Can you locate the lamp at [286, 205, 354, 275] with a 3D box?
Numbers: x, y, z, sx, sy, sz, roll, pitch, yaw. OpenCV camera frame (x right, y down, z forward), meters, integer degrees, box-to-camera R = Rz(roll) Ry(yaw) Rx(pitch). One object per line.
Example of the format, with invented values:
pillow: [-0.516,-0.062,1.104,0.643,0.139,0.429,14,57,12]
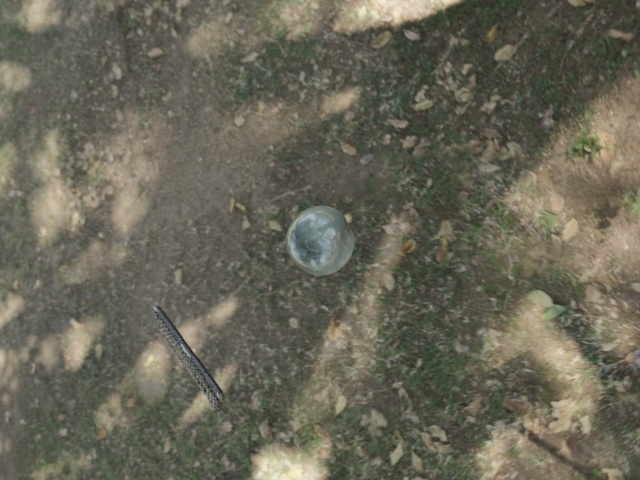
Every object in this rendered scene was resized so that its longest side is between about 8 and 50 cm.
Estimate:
lamp: [0.000,0.000,0.960,0.105,0.105,0.105,-6,78,31]

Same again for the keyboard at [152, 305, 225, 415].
keyboard: [-0.278,0.248,1.329,0.262,0.016,0.106,46,148,25]
